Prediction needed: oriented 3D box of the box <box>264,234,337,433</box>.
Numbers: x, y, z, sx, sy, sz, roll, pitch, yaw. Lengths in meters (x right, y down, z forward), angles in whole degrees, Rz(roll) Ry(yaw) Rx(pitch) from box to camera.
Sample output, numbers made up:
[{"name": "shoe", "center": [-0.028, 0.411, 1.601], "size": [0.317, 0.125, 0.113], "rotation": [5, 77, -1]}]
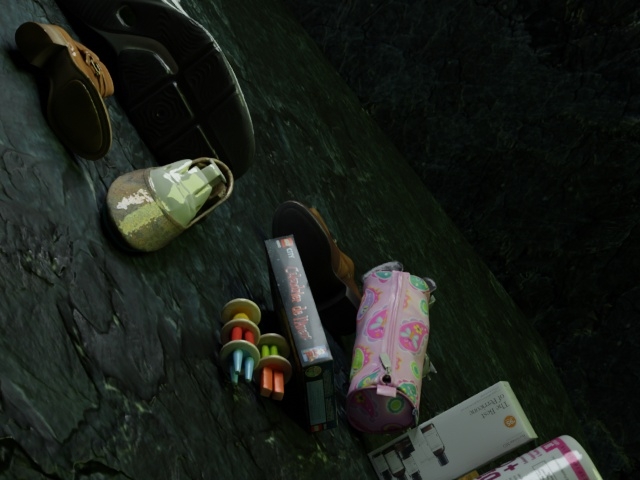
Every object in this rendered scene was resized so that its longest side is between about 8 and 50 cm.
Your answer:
[{"name": "box", "center": [-0.028, 0.130, 1.634], "size": [0.159, 0.044, 0.233], "rotation": [85, -10, -47]}]

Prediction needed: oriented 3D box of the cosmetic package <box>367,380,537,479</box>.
[{"name": "cosmetic package", "center": [0.199, 0.312, 1.764], "size": [0.099, 0.239, 0.060], "rotation": [62, 13, 15]}]

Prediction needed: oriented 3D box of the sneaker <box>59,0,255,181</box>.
[{"name": "sneaker", "center": [-0.217, -0.294, 1.752], "size": [0.448, 0.169, 0.257], "rotation": [56, 16, -1]}]

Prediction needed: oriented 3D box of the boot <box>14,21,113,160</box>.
[{"name": "boot", "center": [-0.296, -0.187, 1.467], "size": [0.197, 0.073, 0.152], "rotation": [63, 10, 5]}]

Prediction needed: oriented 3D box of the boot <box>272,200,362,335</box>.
[{"name": "boot", "center": [0.000, 0.000, 2.039], "size": [0.264, 0.096, 0.280], "rotation": [53, 14, -20]}]

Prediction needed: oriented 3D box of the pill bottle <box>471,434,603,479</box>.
[{"name": "pill bottle", "center": [0.264, 0.406, 1.647], "size": [0.160, 0.283, 0.160], "rotation": [64, -4, 0]}]

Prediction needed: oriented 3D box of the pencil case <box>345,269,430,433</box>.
[{"name": "pencil case", "center": [0.111, 0.174, 1.857], "size": [0.124, 0.124, 0.284], "rotation": [51, 32, -29]}]

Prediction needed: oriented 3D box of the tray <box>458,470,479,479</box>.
[{"name": "tray", "center": [0.317, 0.578, 1.961], "size": [0.411, 0.076, 0.203], "rotation": [58, 14, -1]}]

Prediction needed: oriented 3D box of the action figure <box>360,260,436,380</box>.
[{"name": "action figure", "center": [0.143, 0.153, 2.125], "size": [0.185, 0.099, 0.285], "rotation": [44, -23, 31]}]

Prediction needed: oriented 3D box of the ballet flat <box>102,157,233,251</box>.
[{"name": "ballet flat", "center": [-0.186, -0.064, 1.507], "size": [0.108, 0.106, 0.316], "rotation": [57, 14, -5]}]

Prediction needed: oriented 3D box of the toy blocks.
[{"name": "toy blocks", "center": [-0.083, 0.159, 1.500], "size": [0.123, 0.054, 0.148], "rotation": [51, 16, -25]}]
